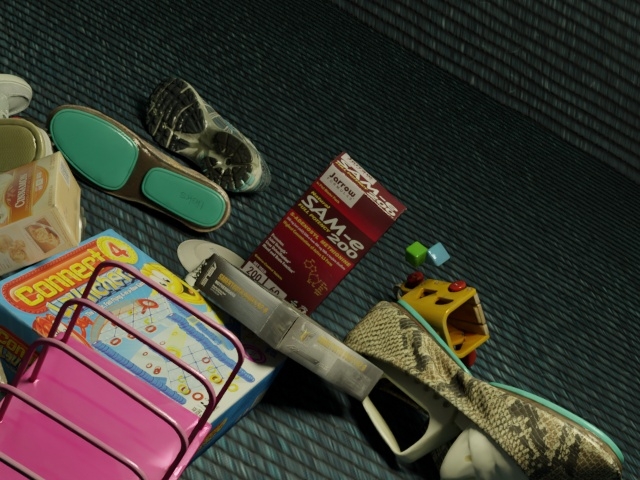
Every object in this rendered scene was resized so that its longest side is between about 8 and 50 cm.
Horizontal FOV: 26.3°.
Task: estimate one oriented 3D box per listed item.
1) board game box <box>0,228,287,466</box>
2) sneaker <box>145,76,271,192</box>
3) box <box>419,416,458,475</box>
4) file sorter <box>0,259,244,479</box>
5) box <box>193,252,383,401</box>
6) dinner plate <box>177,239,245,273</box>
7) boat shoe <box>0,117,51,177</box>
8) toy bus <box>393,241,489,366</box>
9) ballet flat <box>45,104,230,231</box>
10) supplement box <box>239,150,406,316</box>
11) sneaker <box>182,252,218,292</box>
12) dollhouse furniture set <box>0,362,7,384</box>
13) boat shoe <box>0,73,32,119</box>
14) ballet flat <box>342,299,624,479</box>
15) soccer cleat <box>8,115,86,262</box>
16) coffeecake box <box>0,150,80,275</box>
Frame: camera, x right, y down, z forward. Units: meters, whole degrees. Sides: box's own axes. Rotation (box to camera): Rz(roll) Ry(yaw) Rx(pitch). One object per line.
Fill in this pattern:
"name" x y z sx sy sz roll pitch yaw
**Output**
"board game box" -0.236 0.137 1.700 0.302 0.086 0.308 35 24 9
"sneaker" -0.194 -0.170 2.371 0.283 0.110 0.122 46 10 26
"box" 0.249 0.335 1.936 0.184 0.045 0.191 15 29 -26
"file sorter" -0.234 0.190 1.378 0.202 0.182 0.291 32 43 2
"box" -0.042 0.119 1.854 0.183 0.056 0.231 33 -3 40
"dinner plate" -0.151 0.038 2.084 0.141 0.017 0.141 25 23 -11
"boat shoe" -0.507 -0.115 1.805 0.302 0.113 0.103 5 -3 0
"toy bus" 0.167 0.121 2.174 0.104 0.202 0.191 -33 70 -30
"ballet flat" -0.286 -0.107 2.136 0.316 0.108 0.106 33 3 -8
"supplement box" 0.000 0.000 2.035 0.130 0.239 0.073 41 24 1
"sneaker" -0.174 0.045 2.000 0.032 0.037 0.083 34 41 6
"dollhouse furniture set" -0.490 0.102 1.445 0.212 0.161 0.242 -4 61 -43
"boat shoe" -0.513 -0.192 2.050 0.081 0.079 0.227 50 34 18
"ballet flat" 0.185 0.246 1.855 0.483 0.182 0.164 34 -21 46
"soccer cleat" -0.422 -0.079 1.898 0.116 0.109 0.318 -2 36 -28
"coffeecake box" -0.397 -0.021 1.704 0.142 0.185 0.068 -104 172 -57
